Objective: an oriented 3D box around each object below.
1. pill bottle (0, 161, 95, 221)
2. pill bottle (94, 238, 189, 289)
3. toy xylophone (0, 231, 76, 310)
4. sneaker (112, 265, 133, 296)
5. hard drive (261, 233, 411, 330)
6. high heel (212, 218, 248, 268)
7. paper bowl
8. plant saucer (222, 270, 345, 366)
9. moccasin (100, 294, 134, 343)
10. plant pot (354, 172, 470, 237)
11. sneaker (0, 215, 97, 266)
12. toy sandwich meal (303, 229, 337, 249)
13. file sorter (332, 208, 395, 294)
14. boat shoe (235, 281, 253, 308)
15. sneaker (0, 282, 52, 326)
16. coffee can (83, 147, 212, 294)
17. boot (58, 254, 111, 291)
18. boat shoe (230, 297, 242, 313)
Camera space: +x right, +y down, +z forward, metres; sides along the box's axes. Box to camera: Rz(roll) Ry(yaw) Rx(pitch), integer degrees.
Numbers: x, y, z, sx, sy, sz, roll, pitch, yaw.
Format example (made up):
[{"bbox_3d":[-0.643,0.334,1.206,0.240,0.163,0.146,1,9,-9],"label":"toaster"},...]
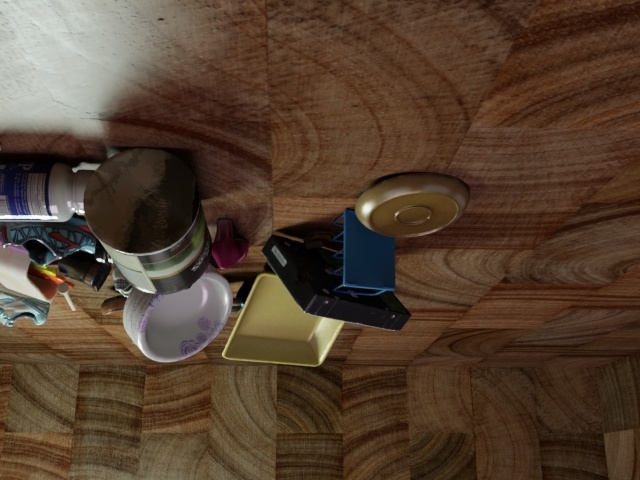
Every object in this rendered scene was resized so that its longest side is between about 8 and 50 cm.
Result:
[{"bbox_3d":[-0.509,-0.089,1.330,0.187,0.112,0.112,1,162,-3],"label":"pill bottle"},{"bbox_3d":[-0.391,0.030,1.648,0.219,0.123,0.123,13,162,2],"label":"pill bottle"},{"bbox_3d":[-0.721,0.086,1.824,0.236,0.081,0.322,22,159,-7],"label":"toy xylophone"},{"bbox_3d":[-0.509,0.115,1.976,0.090,0.095,0.235,-4,163,8],"label":"sneaker"},{"bbox_3d":[0.040,0.107,1.754,0.339,0.237,0.064,15,116,-43],"label":"hard drive"},{"bbox_3d":[-0.214,0.042,1.717,0.082,0.117,0.244,1,161,-4],"label":"high heel"},{"bbox_3d":[-0.386,0.169,1.916,0.148,0.284,0.284,37,-172,38],"label":"paper bowl"},{"bbox_3d":[-0.091,0.216,2.114,0.333,0.081,0.333,10,123,-26],"label":"plant saucer"},{"bbox_3d":[-0.535,0.256,2.312,0.139,0.147,0.380,-11,159,29],"label":"moccasin"},{"bbox_3d":[0.190,-0.062,1.481,0.236,0.032,0.236,-4,153,-2],"label":"plant pot"},{"bbox_3d":[-0.594,0.003,1.584,0.104,0.125,0.262,-11,159,31],"label":"sneaker"},{"bbox_3d":[0.000,0.000,1.729,0.085,0.029,0.085,0,162,0],"label":"toy sandwich meal"},{"bbox_3d":[0.091,0.031,1.608,0.118,0.170,0.104,7,164,-20],"label":"file sorter"},{"bbox_3d":[-0.155,0.196,2.211,0.109,0.089,0.258,6,163,30],"label":"boat shoe"},{"bbox_3d":[-0.943,0.188,2.145,0.283,0.122,0.110,9,159,-26],"label":"sneaker"},{"bbox_3d":[-0.318,-0.027,1.375,0.201,0.201,0.275,1,162,-3],"label":"coffee can"},{"bbox_3d":[-0.631,0.079,1.941,0.106,0.082,0.219,27,166,-4],"label":"boot"},{"bbox_3d":[-0.376,0.203,2.135,0.335,0.095,0.112,5,-176,27],"label":"boat shoe"}]
